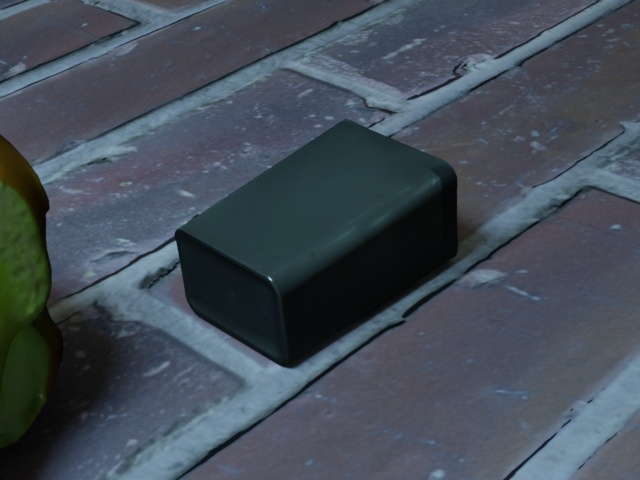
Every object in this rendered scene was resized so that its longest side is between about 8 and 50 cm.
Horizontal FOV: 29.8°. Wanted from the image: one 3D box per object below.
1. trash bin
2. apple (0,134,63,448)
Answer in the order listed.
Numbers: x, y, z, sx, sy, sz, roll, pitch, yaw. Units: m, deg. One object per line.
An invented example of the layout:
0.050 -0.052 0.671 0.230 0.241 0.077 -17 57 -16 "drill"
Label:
0.000 0.000 1.188 0.164 0.122 0.240 26 45 37 "trash bin"
-0.375 0.062 0.976 0.374 0.374 0.384 -24 67 -27 "apple"
